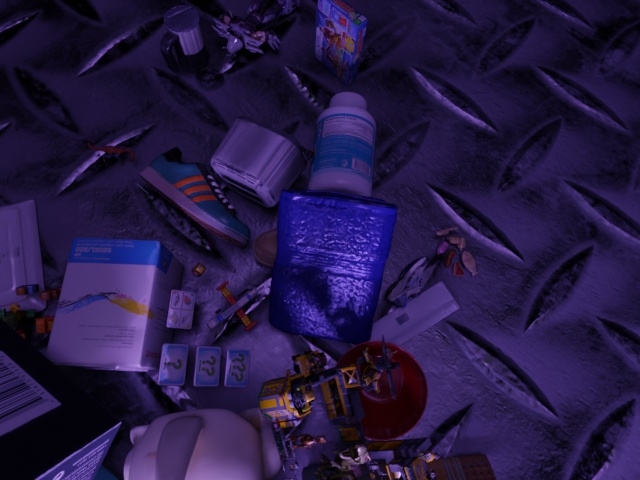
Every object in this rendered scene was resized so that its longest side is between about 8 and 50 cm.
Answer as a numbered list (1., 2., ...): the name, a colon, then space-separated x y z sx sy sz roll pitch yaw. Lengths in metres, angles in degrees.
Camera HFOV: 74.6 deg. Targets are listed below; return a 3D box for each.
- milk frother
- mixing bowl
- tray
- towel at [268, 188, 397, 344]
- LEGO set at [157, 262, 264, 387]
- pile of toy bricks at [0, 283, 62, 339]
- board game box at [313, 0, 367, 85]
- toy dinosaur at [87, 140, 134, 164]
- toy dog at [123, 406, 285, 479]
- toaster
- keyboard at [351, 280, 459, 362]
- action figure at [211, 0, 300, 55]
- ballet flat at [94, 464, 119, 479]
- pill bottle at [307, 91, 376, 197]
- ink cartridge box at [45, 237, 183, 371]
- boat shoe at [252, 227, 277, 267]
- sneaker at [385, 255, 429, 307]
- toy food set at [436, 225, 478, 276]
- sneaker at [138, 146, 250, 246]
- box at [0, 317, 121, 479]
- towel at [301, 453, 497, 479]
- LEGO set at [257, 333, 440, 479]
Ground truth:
1. milk frother: -0.315 -0.484 1.064 0.143 0.134 0.129 15 71 2
2. mixing bowl: 0.115 0.282 0.829 0.182 0.098 0.181 -1 85 9
3. tray: -0.691 0.040 0.915 0.145 0.030 0.270 -16 72 -10
4. towel: 0.018 0.052 0.856 0.228 0.076 0.308 10 108 4
5. LEGO set: -0.215 0.168 0.852 0.183 0.060 0.244 13 67 -28
6. pile of toy bricks: -0.617 0.155 0.821 0.212 0.105 0.118 -6 94 -9
7. board game box: 0.044 -0.504 1.057 0.035 0.201 0.136 -42 79 -16
8. toy dinosaur: -0.485 -0.205 0.995 0.082 0.090 0.047 -2 85 29
9. toy dog: -0.147 0.471 0.618 0.285 0.395 0.407 -1 64 -16
10. toaster: -0.137 -0.174 0.959 0.227 0.129 0.146 28 75 22
11. keyboard: 0.187 0.182 0.928 0.256 0.014 0.072 -29 70 -13
12. action figure: -0.168 -0.599 1.138 0.185 0.099 0.285 33 76 1
13. ballet flat: -0.458 0.424 0.756 0.348 0.123 0.123 43 74 11
14. pill bottle: 0.055 -0.211 0.985 0.146 0.146 0.264 7 70 -1
15. ink cartridge box: -0.388 0.133 0.825 0.168 0.171 0.232 2 70 -2
16. boat shoe: 0.000 0.000 0.932 0.302 0.098 0.109 -2 71 -4
17. sneaker: 0.204 0.094 0.943 0.058 0.052 0.135 43 77 -2
18. toy food set: 0.312 0.032 0.983 0.078 0.019 0.122 -15 80 -8
19. sneaker: -0.263 -0.107 0.950 0.302 0.108 0.121 36 77 10
20. box: -0.538 0.369 0.614 0.294 0.212 0.395 32 104 12
21. towel: 0.159 0.519 0.726 0.370 0.040 0.271 -2 38 -5
22. LEGO set: 0.066 0.322 0.653 0.192 0.255 0.331 -24 68 34
